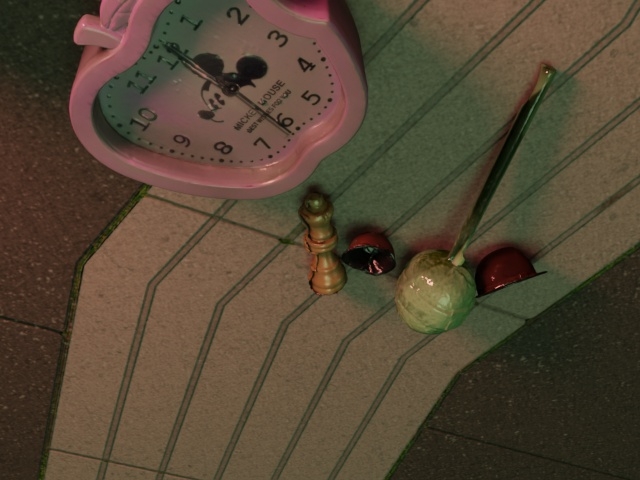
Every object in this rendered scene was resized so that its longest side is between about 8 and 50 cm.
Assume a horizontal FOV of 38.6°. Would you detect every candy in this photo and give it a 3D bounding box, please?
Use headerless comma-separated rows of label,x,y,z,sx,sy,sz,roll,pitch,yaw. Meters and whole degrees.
candy,0.216,-0.041,1.237,0.119,0.119,0.440,12,127,-16

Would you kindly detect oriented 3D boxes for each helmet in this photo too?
helmet,0.069,0.011,1.303,0.084,0.049,0.065,28,139,-32
helmet,0.271,0.040,1.345,0.111,0.057,0.089,-21,169,9

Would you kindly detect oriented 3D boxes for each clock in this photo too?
clock,-0.118,-0.190,1.031,0.339,0.102,0.338,-2,140,-1

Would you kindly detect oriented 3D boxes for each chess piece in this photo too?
chess piece,0.001,0.000,1.284,0.060,0.060,0.172,-8,133,3
